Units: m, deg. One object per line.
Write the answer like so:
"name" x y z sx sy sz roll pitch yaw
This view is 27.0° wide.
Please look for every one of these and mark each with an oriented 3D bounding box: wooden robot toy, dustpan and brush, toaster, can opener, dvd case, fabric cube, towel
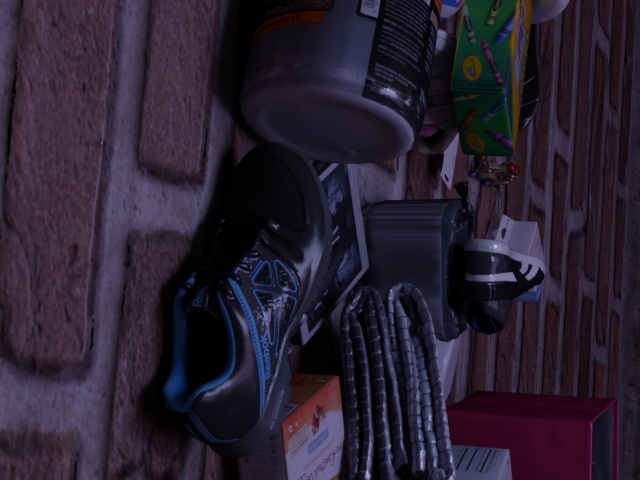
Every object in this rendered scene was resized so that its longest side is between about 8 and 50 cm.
"wooden robot toy" 0.313 -0.146 2.375 0.173 0.076 0.079 18 64 -67
"dustpan and brush" 0.166 0.203 2.069 0.211 0.060 0.147 -40 140 -69
"toaster" 0.131 0.027 1.836 0.129 0.146 0.227 -27 117 -66
"can opener" -0.027 0.066 1.527 0.186 0.059 0.073 -46 138 -34
"dvd case" 0.000 0.000 1.671 0.239 0.029 0.179 -48 134 -58
"fabric cube" 0.357 0.401 2.264 0.259 0.258 0.254 -6 96 -67
"towel" 0.090 0.224 1.674 0.235 0.121 0.284 84 0 -61

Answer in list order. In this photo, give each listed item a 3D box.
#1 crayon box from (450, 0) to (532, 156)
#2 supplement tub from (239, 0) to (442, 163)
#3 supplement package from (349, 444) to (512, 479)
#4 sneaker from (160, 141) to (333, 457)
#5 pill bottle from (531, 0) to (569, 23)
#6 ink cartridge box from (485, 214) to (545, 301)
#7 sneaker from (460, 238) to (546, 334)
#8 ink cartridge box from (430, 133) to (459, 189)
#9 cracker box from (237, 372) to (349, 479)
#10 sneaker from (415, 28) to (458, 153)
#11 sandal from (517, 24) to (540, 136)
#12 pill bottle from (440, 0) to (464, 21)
"crayon box" 0.252 -0.282 1.944 0.165 0.081 0.278 68 28 -58
"supplement tub" 0.035 -0.274 1.506 0.207 0.207 0.338 48 48 -59
"supplement package" 0.155 0.400 1.843 0.149 0.203 0.194 -48 135 -58
"sneaker" -0.076 0.044 1.368 0.139 0.125 0.341 41 51 -56
"pill bottle" 0.349 -0.571 2.134 0.408 0.229 0.229 -67 151 -19
"ink cartridge box" 0.356 0.032 2.456 0.143 0.090 0.092 71 30 -42
"sneaker" 0.245 0.073 1.836 0.217 0.079 0.121 20 77 -58
"ink cartridge box" 0.197 -0.144 2.140 0.063 0.029 0.115 49 48 -59
"cracker box" -0.025 0.286 1.522 0.156 0.067 0.232 -33 121 -62
"sneaker" 0.160 -0.216 1.948 0.252 0.103 0.111 58 38 -53
"sandal" 0.336 -0.292 2.366 0.086 0.120 0.303 79 21 -61
"pill bottle" 0.115 -0.360 1.804 0.221 0.124 0.124 -13 104 -68
